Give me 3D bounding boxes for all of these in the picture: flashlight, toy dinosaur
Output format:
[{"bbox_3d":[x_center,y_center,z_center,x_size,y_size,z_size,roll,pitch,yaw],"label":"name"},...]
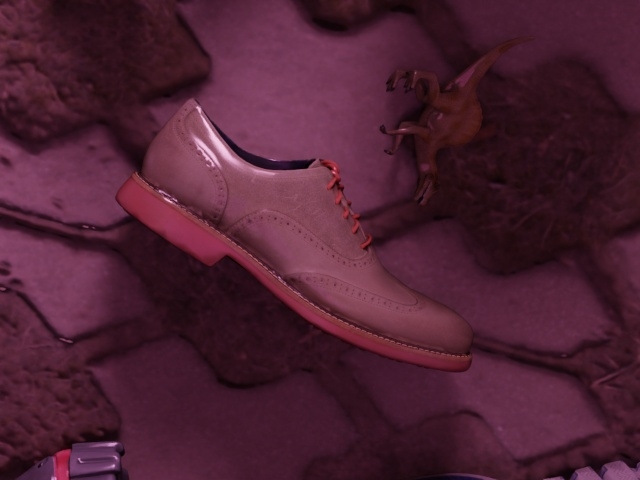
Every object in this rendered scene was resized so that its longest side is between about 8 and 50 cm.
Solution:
[{"bbox_3d":[-0.326,0.244,1.638,0.304,0.103,0.103,-4,105,-3],"label":"flashlight"},{"bbox_3d":[0.109,-0.124,1.611,0.092,0.053,0.183,22,109,-24],"label":"toy dinosaur"}]

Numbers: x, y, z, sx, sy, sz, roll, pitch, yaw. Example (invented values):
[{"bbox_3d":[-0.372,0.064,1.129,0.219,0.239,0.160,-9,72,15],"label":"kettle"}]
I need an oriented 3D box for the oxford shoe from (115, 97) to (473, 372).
[{"bbox_3d":[0.000,0.000,1.591,0.348,0.123,0.130,29,95,-10],"label":"oxford shoe"}]

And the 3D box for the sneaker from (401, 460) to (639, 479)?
[{"bbox_3d":[0.194,0.313,1.671,0.315,0.127,0.182,-3,101,-4],"label":"sneaker"}]
